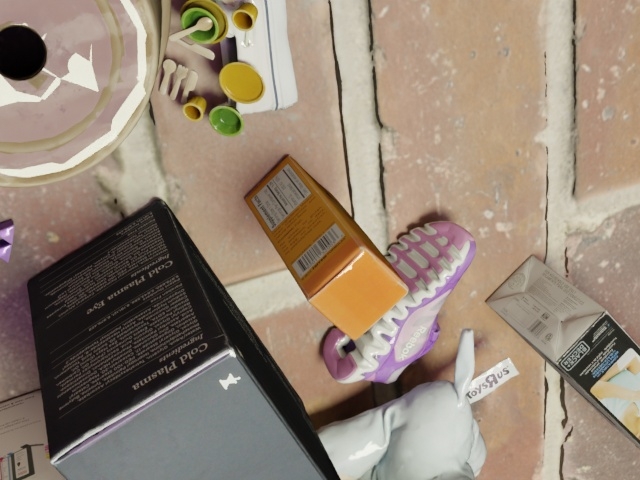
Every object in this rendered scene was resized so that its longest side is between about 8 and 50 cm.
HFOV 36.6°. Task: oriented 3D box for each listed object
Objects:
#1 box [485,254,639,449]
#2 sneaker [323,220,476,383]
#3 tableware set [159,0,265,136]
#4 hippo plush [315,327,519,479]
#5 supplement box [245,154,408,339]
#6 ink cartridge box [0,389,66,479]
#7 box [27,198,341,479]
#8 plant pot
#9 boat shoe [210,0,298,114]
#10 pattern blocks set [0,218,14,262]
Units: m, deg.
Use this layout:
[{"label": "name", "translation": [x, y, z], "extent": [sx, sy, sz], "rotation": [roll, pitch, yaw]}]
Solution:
[{"label": "box", "translation": [0.359, 0.160, 1.245], "extent": [0.087, 0.169, 0.290], "rotation": [-46, 120, 2]}, {"label": "sneaker", "translation": [0.109, 0.083, 1.159], "extent": [0.105, 0.095, 0.236], "rotation": [27, 108, -37]}, {"label": "tableware set", "translation": [-0.099, -0.168, 0.930], "extent": [0.104, 0.024, 0.154], "rotation": [26, 134, -4]}, {"label": "hippo plush", "translation": [0.149, 0.309, 1.158], "extent": [0.294, 0.236, 0.234], "rotation": [-35, 136, 18]}, {"label": "supplement box", "translation": [0.000, 0.000, 0.985], "extent": [0.080, 0.233, 0.078], "rotation": [-43, 122, 7]}, {"label": "ink cartridge box", "translation": [-0.297, 0.297, 1.015], "extent": [0.168, 0.232, 0.171], "rotation": [-18, 120, -12]}, {"label": "box", "translation": [-0.121, 0.187, 0.984], "extent": [0.179, 0.312, 0.343], "rotation": [-33, 122, -3]}, {"label": "plant pot", "translation": [-0.255, -0.174, 0.762], "extent": [0.323, 0.280, 0.323], "rotation": [-8, 113, -20]}, {"label": "boat shoe", "translation": [-0.077, -0.221, 0.934], "extent": [0.076, 0.083, 0.226], "rotation": [-20, 121, -12]}, {"label": "pattern blocks set", "translation": [-0.455, -0.029, 0.916], "extent": [0.325, 0.026, 0.285], "rotation": [24, 104, -29]}]
